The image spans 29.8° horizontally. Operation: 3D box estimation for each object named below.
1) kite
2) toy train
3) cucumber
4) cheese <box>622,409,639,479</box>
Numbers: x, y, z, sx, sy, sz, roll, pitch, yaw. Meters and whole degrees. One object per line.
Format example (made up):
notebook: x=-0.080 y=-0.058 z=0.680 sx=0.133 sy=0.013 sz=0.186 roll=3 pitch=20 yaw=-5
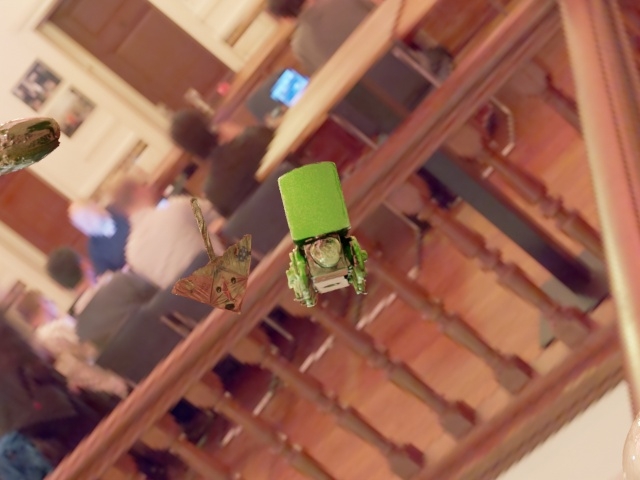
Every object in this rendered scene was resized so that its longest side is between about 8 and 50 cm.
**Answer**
kite: x=-0.129 y=0.024 z=1.427 sx=0.005 sy=0.152 sz=0.137 roll=-8 pitch=24 yaw=49
toy train: x=0.000 y=0.000 z=1.207 sx=0.085 sy=0.119 sz=0.251 roll=-14 pitch=-6 yaw=-2
cucumber: x=-0.446 y=-0.106 z=1.566 sx=0.227 sy=0.069 sz=0.069 roll=-20 pitch=15 yaw=0
cheese: x=0.427 y=0.237 z=1.358 sx=0.154 sy=0.189 sz=0.198 roll=26 pitch=62 yaw=32
